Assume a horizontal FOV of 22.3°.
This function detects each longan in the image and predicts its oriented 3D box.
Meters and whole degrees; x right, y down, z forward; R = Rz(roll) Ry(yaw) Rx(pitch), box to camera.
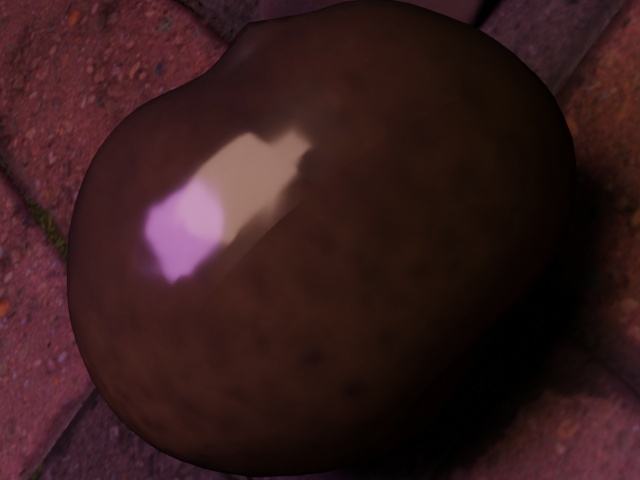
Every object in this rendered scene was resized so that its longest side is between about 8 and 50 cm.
[{"bbox_3d":[0.000,0.000,1.056,0.350,0.288,0.288,-40,41,10],"label":"longan"}]

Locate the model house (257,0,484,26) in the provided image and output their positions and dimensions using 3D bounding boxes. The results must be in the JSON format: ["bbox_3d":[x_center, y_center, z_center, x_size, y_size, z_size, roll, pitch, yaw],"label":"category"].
[{"bbox_3d":[0.021,-0.220,1.294,0.229,0.122,0.188,-33,40,23],"label":"model house"}]
